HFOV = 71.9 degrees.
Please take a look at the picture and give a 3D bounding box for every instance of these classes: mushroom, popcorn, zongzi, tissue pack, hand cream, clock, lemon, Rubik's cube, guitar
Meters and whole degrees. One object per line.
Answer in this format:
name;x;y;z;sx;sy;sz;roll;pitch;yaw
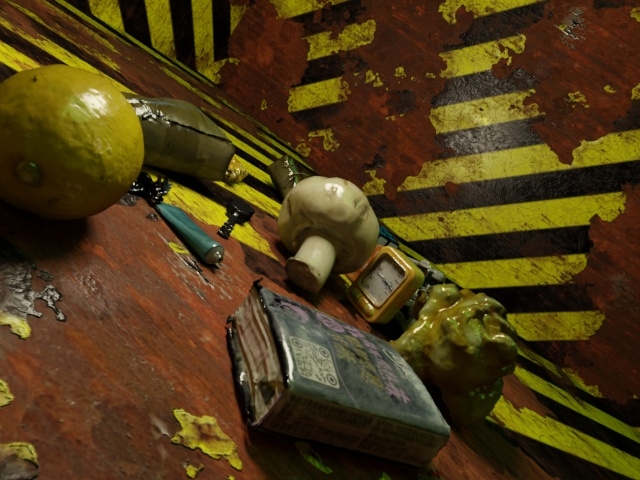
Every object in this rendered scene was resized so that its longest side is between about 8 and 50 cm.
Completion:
mushroom;0.000;0.000;1.223;0.314;0.314;0.336;36;44;-5
popcorn;0.351;0.278;1.083;0.321;0.290;0.326;31;43;-39
zongzi;-0.466;-0.343;1.227;0.356;0.174;0.393;11;33;-51
zongzi;-0.074;-0.180;1.829;0.273;0.145;0.300;28;33;-51
tissue pack;0.031;0.231;0.754;0.361;0.122;0.259;30;14;-32
hand cream;-0.282;-0.019;0.962;0.224;0.048;0.083;39;12;31
clock;0.185;0.131;1.272;0.096;0.202;0.143;23;20;-49
lemon;-0.397;-0.150;0.692;0.236;0.236;0.263;37;34;-3
Rubik's cube;0.180;0.013;1.721;0.162;0.163;0.161;27;17;-23
guitar;-0.235;-0.065;1.206;0.083;0.038;0.271;33;15;-10

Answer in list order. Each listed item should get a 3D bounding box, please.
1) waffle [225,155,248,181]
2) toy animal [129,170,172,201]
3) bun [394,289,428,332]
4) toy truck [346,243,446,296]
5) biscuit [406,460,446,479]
waffle;-0.397;-0.307;1.525;0.329;0.062;0.329;34;16;-11
toy animal;-0.397;-0.128;0.999;0.107;0.062;0.220;15;8;18
bun;0.283;0.213;1.349;0.212;0.126;0.204;48;4;6
toy truck;0.258;0.117;1.566;0.387;0.173;0.207;22;12;-41
biscuit;0.188;0.412;0.773;0.119;0.019;0.130;28;17;-33
